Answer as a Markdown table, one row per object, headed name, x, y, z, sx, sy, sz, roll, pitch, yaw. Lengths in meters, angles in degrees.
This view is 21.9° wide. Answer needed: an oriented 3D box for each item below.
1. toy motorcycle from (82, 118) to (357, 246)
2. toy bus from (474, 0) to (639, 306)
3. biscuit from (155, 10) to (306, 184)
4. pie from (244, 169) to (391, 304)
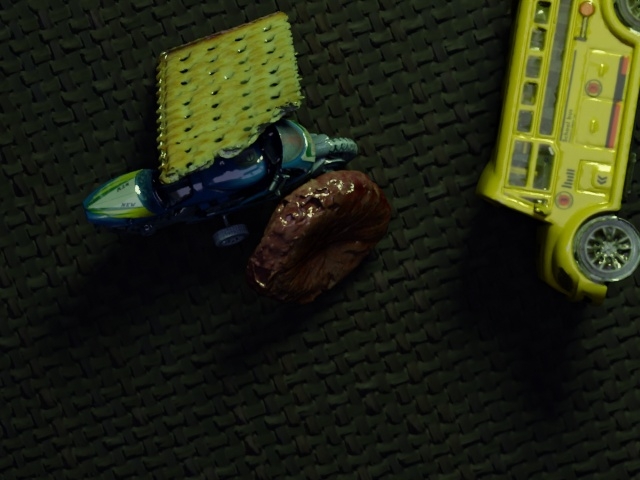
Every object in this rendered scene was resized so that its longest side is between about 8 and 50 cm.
| name | x | y | z | sx | sy | sz | roll | pitch | yaw |
| --- | --- | --- | --- | --- | --- | --- | --- | --- | --- |
| toy motorcycle | -0.088 | -0.057 | 1.510 | 0.254 | 0.135 | 0.092 | -18 | 77 | -2 |
| toy bus | 0.228 | -0.111 | 1.495 | 0.152 | 0.144 | 0.330 | 9 | 93 | 2 |
| biscuit | -0.083 | -0.135 | 1.495 | 0.144 | 0.203 | 0.016 | -19 | 128 | 7 |
| pie | 0.000 | 0.000 | 1.522 | 0.153 | 0.153 | 0.038 | -47 | 56 | 5 |
